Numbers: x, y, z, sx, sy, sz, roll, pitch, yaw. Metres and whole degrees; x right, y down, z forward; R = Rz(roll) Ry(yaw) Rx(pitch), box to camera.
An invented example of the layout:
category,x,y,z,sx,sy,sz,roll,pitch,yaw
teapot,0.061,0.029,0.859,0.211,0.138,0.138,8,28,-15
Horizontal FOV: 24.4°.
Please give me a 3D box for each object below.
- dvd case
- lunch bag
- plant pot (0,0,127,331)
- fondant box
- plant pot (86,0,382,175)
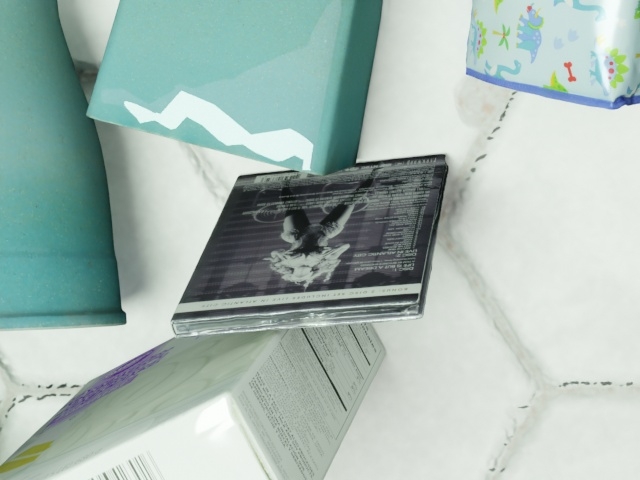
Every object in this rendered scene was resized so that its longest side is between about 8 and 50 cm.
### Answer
category,x,y,z,sx,sy,sz,roll,pitch,yaw
dvd case,0.000,0.000,1.033,0.164,0.221,0.018,-5,116,12
lunch bag,0.169,-0.166,1.027,0.151,0.096,0.129,16,107,38
plant pot,-0.277,-0.062,1.064,0.271,0.271,0.255,-1,88,12
fondant box,-0.100,0.139,1.024,0.238,0.330,0.096,-27,96,16
plant pot,-0.037,-0.181,1.035,0.165,0.166,0.234,15,97,8
